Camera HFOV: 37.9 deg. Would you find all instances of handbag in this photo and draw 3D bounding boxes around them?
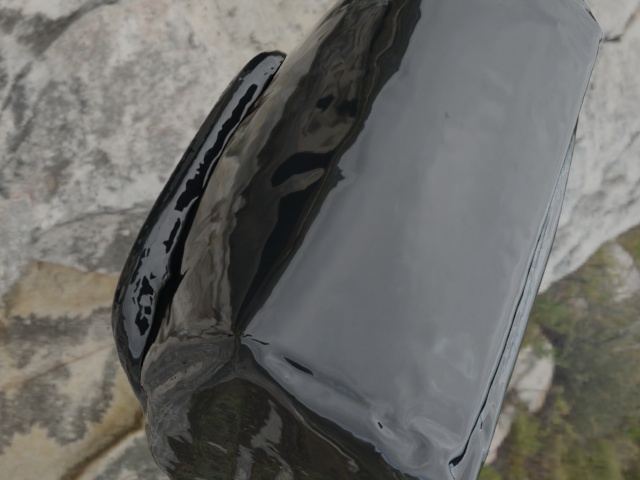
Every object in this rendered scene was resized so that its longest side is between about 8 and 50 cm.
[{"bbox_3d":[-0.002,-0.002,0.526,0.178,0.275,0.301,32,59,-15],"label":"handbag"}]
